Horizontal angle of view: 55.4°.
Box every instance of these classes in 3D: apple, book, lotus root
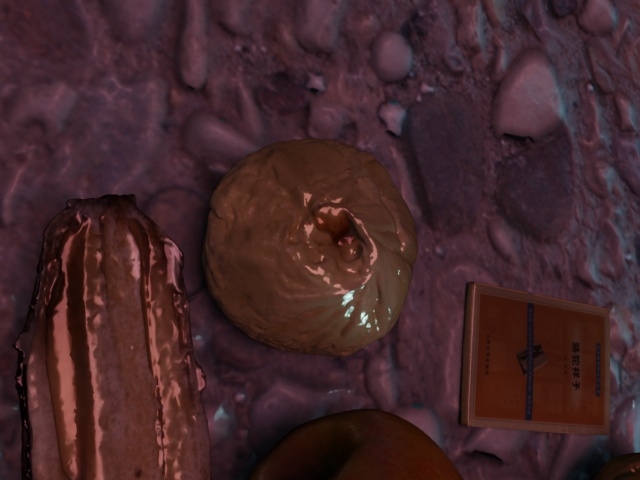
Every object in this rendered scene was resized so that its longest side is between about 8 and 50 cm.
[{"bbox_3d":[0.031,0.254,0.513,0.211,0.211,0.188,-36,102,-27],"label":"apple"},{"bbox_3d":[0.276,0.153,0.763,0.242,0.018,0.170,11,77,-26],"label":"book"},{"bbox_3d":[-0.180,0.125,0.499,0.167,0.078,0.329,4,78,-51],"label":"lotus root"}]

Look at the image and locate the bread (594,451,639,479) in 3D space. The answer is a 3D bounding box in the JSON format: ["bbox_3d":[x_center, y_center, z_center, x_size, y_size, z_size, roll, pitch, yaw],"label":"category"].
[{"bbox_3d":[0.434,0.336,0.694,0.244,0.244,0.134,37,102,-19],"label":"bread"}]

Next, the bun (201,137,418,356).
[{"bbox_3d":[0.000,0.000,0.572,0.220,0.134,0.220,3,82,-23],"label":"bun"}]
